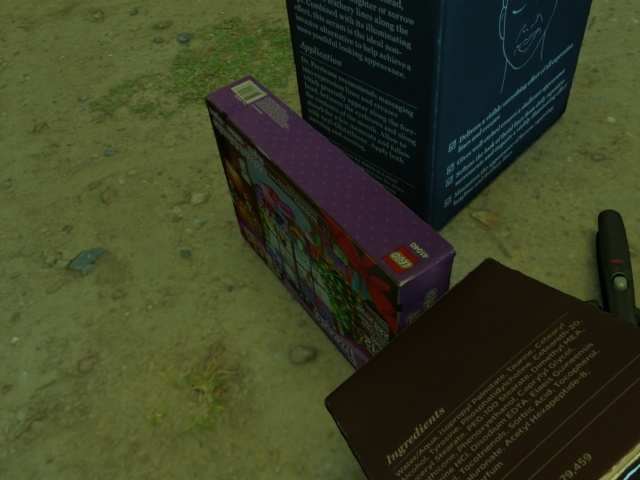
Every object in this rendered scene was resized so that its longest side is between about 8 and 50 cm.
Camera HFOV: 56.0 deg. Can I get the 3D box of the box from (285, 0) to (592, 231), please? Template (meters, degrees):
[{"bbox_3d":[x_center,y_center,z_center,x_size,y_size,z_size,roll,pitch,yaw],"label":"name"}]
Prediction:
[{"bbox_3d":[0.136,-0.262,0.651,0.212,0.396,0.293,35,61,31],"label":"box"}]

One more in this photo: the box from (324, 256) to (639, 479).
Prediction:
[{"bbox_3d":[0.137,0.144,0.374,0.167,0.168,0.203,-41,21,-4],"label":"box"}]

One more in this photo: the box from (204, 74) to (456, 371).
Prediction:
[{"bbox_3d":[0.000,0.000,0.569,0.057,0.201,0.293,-30,52,-19],"label":"box"}]

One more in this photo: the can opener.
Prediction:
[{"bbox_3d":[0.288,0.038,0.593,0.073,0.059,0.186,9,51,16],"label":"can opener"}]
